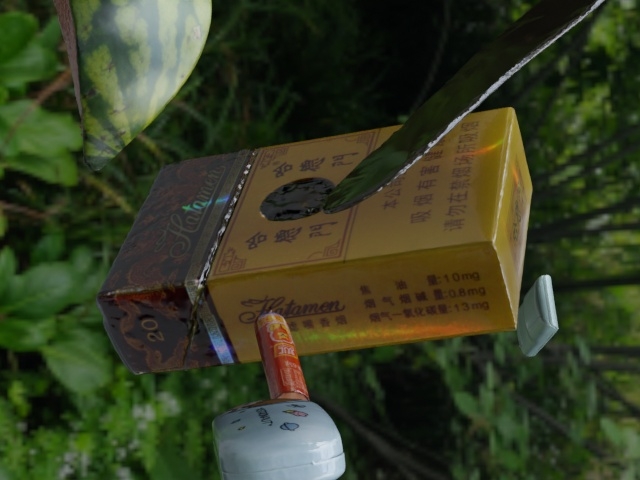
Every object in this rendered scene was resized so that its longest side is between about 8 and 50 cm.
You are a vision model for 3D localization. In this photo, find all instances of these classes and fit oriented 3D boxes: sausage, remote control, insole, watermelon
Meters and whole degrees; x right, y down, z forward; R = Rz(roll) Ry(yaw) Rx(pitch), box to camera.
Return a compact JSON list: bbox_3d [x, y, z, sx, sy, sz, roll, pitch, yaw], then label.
[{"bbox_3d":[-0.036,0.105,1.201,0.129,0.034,0.034,-107,-178,-53],"label":"sausage"},{"bbox_3d":[0.245,0.088,1.542,0.162,0.029,0.061,97,-11,-72],"label":"remote control"},{"bbox_3d":[0.117,-0.117,0.905,0.328,0.111,0.007,-42,104,-23],"label":"insole"},{"bbox_3d":[-0.200,-0.234,1.198,0.128,0.159,0.304,35,32,-55],"label":"watermelon"}]

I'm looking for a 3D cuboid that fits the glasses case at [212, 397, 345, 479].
[{"bbox_3d":[-0.027,0.119,0.786,0.178,0.067,0.045,169,-87,-83],"label":"glasses case"}]

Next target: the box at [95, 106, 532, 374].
[{"bbox_3d":[0.000,0.001,1.396,0.264,0.415,0.116,-72,150,-52],"label":"box"}]
